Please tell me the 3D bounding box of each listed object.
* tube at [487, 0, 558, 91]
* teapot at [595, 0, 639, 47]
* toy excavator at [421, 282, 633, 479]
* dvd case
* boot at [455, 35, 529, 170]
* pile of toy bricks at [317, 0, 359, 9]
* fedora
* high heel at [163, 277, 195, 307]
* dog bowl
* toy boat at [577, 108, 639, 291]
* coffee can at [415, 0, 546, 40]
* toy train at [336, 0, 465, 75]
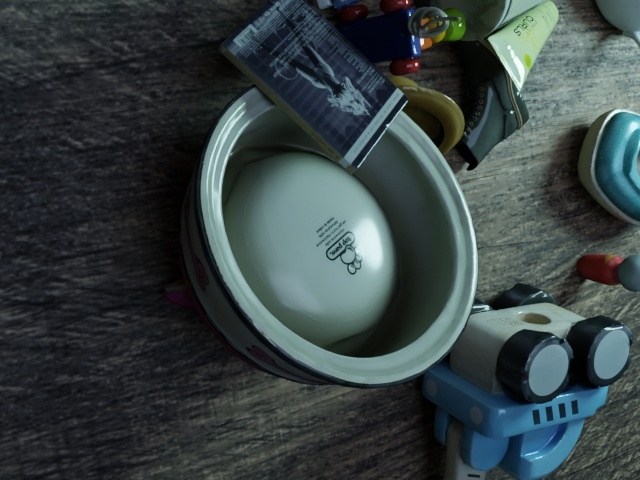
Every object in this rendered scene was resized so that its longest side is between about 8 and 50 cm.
[{"bbox_3d":[0.321,-0.316,1.347,0.240,0.070,0.062,-49,158,-48],"label":"tube"},{"bbox_3d":[0.612,-0.484,1.507,0.252,0.187,0.256,-42,116,-23],"label":"teapot"},{"bbox_3d":[0.258,0.325,1.359,0.432,0.222,0.445,-5,106,-32],"label":"toy excavator"},{"bbox_3d":[-0.002,-0.207,1.082,0.221,0.018,0.164,42,51,-8],"label":"dvd case"},{"bbox_3d":[0.245,-0.222,1.361,0.137,0.077,0.198,-45,116,-16],"label":"boot"},{"bbox_3d":[0.084,-0.401,1.180,0.118,0.212,0.105,-36,109,-71],"label":"pile of toy bricks"},{"bbox_3d":[0.112,-0.181,1.248,0.194,0.194,0.079,21,49,-33],"label":"fedora"},{"bbox_3d":[-0.102,0.105,1.167,0.244,0.082,0.117,0,101,-40],"label":"high heel"},{"bbox_3d":[0.000,0.000,1.100,0.407,0.150,0.408,14,63,-29],"label":"dog bowl"},{"bbox_3d":[0.569,-0.065,1.544,0.267,0.148,0.318,20,83,-33],"label":"toy boat"},{"bbox_3d":[0.292,-0.445,1.288,0.275,0.201,0.202,-32,111,-27],"label":"coffee can"},{"bbox_3d":[0.148,-0.291,1.185,0.143,0.248,0.105,-20,105,-35],"label":"toy train"}]
